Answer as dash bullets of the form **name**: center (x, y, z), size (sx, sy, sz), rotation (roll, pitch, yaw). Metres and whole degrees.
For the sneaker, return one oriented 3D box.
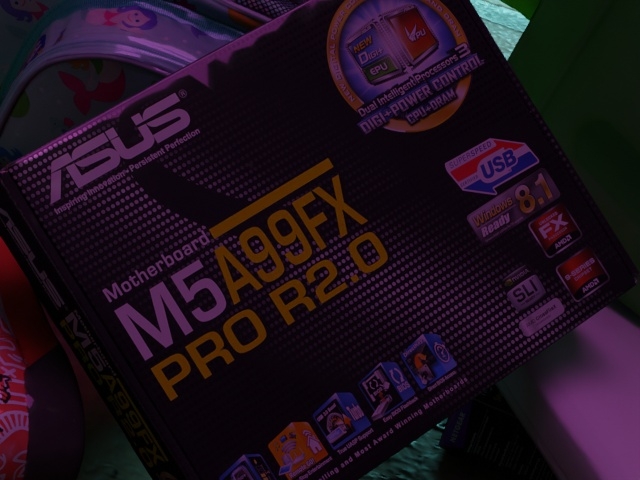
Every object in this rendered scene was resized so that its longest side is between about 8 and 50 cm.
- **sneaker**: center (-0.228, 0.031, 0.882), size (0.145, 0.090, 0.270), rotation (1, 35, -31)

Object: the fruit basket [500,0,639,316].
- **fruit basket**: center (0.210, -0.178, 1.020), size (0.283, 0.392, 0.392), rotation (-6, 37, -36)

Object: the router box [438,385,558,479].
- **router box**: center (0.159, 0.090, 1.036), size (0.133, 0.046, 0.179), rotation (22, 29, 9)

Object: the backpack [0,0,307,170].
- **backpack**: center (-0.101, -0.103, 1.018), size (0.253, 0.225, 0.191), rotation (32, 46, -10)

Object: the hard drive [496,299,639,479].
- **hard drive**: center (0.190, 0.071, 0.993), size (0.203, 0.040, 0.307), rotation (3, 32, -24)

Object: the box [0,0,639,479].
- **box**: center (0.000, 0.000, 0.877), size (0.270, 0.060, 0.216), rotation (-31, 90, -24)
